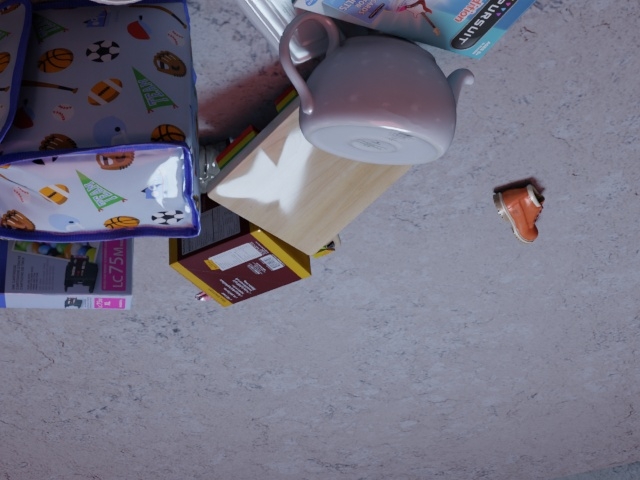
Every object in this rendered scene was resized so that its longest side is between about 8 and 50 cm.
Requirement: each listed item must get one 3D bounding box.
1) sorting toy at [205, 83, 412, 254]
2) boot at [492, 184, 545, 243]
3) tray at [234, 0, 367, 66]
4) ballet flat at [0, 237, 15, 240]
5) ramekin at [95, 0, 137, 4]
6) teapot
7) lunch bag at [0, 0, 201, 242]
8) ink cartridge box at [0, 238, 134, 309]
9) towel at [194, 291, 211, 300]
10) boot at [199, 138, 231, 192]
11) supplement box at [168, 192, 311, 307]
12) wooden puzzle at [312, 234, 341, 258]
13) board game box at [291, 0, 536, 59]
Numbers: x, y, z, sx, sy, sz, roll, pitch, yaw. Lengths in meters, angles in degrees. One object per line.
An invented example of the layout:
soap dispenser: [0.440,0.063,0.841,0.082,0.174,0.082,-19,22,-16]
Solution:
sorting toy: [-0.023,-0.131,1.980,0.257,0.089,0.255,-42,132,20]
boot: [0.395,-0.050,2.234,0.084,0.059,0.158,-24,141,18]
tray: [-0.046,-0.350,1.740,0.145,0.030,0.270,-20,144,19]
ballet flat: [-0.641,-0.066,1.866,0.182,0.164,0.483,-9,171,19]
ramekin: [-0.263,-0.400,1.496,0.207,0.109,0.207,-15,132,-18]
teapot: [0.087,-0.230,1.763,0.252,0.187,0.256,5,170,15]
lunch bag: [-0.371,-0.177,1.681,0.385,0.328,0.239,-3,140,-2]
ink cartridge box: [-0.490,0.029,2.101,0.311,0.186,0.065,0,149,-8]
towel: [-0.135,0.087,2.325,0.197,0.029,0.144,-20,171,22]
boot: [-0.241,-0.089,2.063,0.161,0.083,0.246,1,148,-19]
supplement box: [-0.149,0.003,2.163,0.194,0.129,0.191,-20,144,21]
wooden puzzle: [0.000,0.000,2.285,0.078,0.014,0.116,-15,145,13]
board game box: [0.159,-0.393,1.634,0.336,0.079,0.254,10,144,-30]
